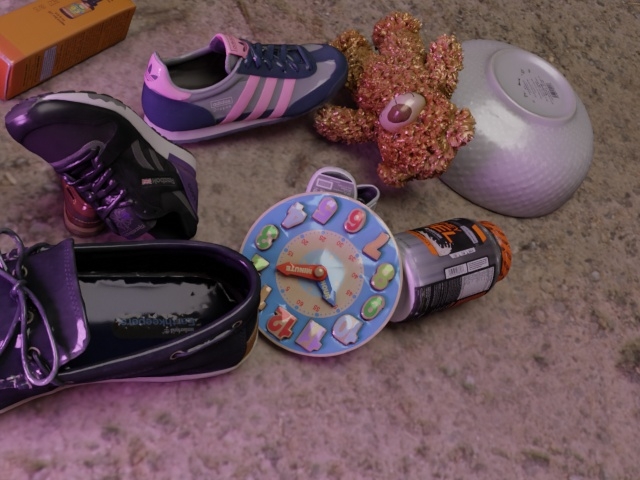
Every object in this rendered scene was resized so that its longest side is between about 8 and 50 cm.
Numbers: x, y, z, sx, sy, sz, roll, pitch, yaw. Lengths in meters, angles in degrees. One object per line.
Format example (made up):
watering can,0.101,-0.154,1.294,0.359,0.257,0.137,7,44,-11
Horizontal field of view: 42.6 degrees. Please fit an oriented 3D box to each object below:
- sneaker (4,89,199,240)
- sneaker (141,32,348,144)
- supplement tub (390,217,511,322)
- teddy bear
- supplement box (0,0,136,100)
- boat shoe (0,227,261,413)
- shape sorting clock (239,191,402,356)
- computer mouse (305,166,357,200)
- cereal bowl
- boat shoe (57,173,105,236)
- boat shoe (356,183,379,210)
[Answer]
sneaker,-0.230,-0.072,0.944,0.283,0.107,0.124,25,47,-56
sneaker,-0.094,-0.234,1.144,0.319,0.131,0.112,-23,58,-22
supplement tub,0.161,0.035,1.115,0.190,0.117,0.117,-14,63,-34
teddy bear,0.107,-0.237,1.246,0.245,0.113,0.338,-4,51,10
supplement box,-0.364,-0.283,1.128,0.078,0.080,0.233,41,50,6
boat shoe,-0.288,0.078,0.843,0.500,0.156,0.187,-2,59,-26
shape sorting clock,-0.001,0.040,1.015,0.206,0.040,0.206,0,85,0
computer mouse,0.000,0.000,1.068,0.106,0.042,0.193,16,85,-7
cereal bowl,0.314,-0.213,1.361,0.339,0.141,0.339,13,51,-16
boat shoe,-0.296,-0.092,1.026,0.064,0.060,0.178,-2,57,-27
boat shoe,0.007,-0.038,1.130,0.184,0.063,0.066,-12,62,-32
